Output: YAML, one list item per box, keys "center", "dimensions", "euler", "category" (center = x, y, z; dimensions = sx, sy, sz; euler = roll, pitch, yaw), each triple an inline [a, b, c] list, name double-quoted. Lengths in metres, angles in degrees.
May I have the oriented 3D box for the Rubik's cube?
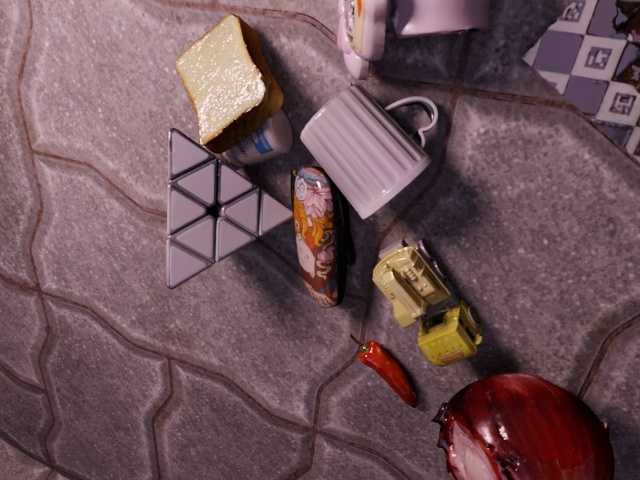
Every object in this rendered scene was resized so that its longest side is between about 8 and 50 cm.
- center: [-0.242, -0.067, 0.950]
  dimensions: [0.228, 0.229, 0.233]
  euler: [-43, 76, 23]
  category: "Rubik's cube"

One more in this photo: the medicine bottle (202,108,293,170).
- center: [-0.149, -0.209, 0.928]
  dimensions: [0.168, 0.105, 0.105]
  euler: [-13, 109, 26]
  category: "medicine bottle"

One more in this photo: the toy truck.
- center: [0.215, 0.134, 0.919]
  dimensions: [0.124, 0.157, 0.272]
  euler: [-32, 99, 30]
  category: "toy truck"

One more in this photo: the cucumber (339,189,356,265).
- center: [0.051, -0.025, 0.978]
  dimensions: [0.033, 0.036, 0.184]
  euler: [11, 121, 42]
  category: "cucumber"

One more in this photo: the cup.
- center: [0.097, -0.182, 0.838]
  dimensions: [0.202, 0.221, 0.167]
  euler: [49, 155, -2]
  category: "cup"

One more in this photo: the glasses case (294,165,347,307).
- center: [0.000, 0.000, 0.958]
  dimensions: [0.122, 0.082, 0.320]
  euler: [34, 135, 50]
  category: "glasses case"

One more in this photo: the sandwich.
- center: [-0.181, -0.301, 0.859]
  dimensions: [0.186, 0.065, 0.214]
  euler: [-31, 71, 20]
  category: "sandwich"

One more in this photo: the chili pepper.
- center: [0.162, 0.313, 1.082]
  dimensions: [0.063, 0.071, 0.272]
  euler: [-44, 101, -8]
  category: "chili pepper"

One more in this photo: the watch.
- center: [0.144, -0.366, 0.704]
  dimensions: [0.218, 0.248, 0.210]
  euler: [-6, 113, -5]
  category: "watch"

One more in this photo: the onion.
- center: [0.414, 0.430, 0.899]
  dimensions: [0.341, 0.341, 0.341]
  euler: [9, 117, 17]
  category: "onion"

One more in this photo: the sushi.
- center: [0.511, -0.296, 0.655]
  dimensions: [0.292, 0.059, 0.294]
  euler: [39, 122, 1]
  category: "sushi"

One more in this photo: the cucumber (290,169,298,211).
- center: [-0.049, -0.090, 0.987]
  dimensions: [0.034, 0.033, 0.134]
  euler: [12, 117, 20]
  category: "cucumber"
